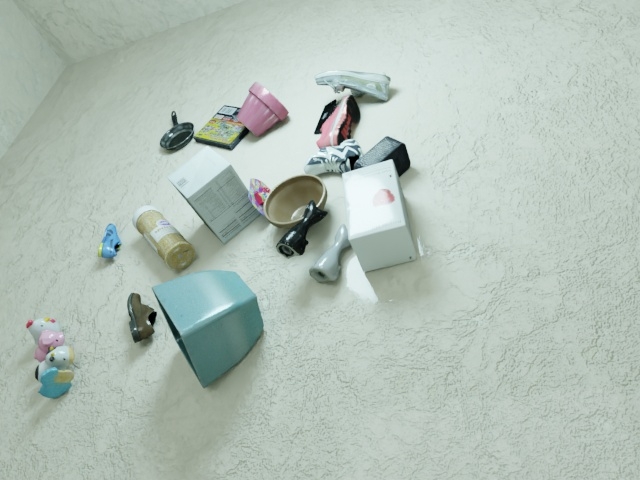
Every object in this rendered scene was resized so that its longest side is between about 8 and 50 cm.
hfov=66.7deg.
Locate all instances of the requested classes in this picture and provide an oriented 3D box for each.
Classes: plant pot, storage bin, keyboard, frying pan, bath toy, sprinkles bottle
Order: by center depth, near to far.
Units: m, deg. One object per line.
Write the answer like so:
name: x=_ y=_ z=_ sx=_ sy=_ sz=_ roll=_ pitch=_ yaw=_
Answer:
plant pot: x=-0.319 y=0.235 z=1.478 sx=0.252 sy=0.247 sz=0.248 roll=-27 pitch=42 yaw=-23
storage bin: x=0.220 y=-0.264 z=1.714 sx=0.180 sy=0.122 sz=0.084 roll=-41 pitch=46 yaw=-11
bath toy: x=-0.964 y=0.387 z=1.727 sx=0.151 sy=0.129 sz=0.348 roll=-39 pitch=46 yaw=-9
plant pot: x=-0.077 y=-0.117 z=1.741 sx=0.237 sy=0.110 sz=0.238 roll=-13 pitch=48 yaw=14
sprinkles bottle: x=-0.621 y=-0.016 z=1.911 sx=0.121 sy=0.121 sz=0.355 roll=-43 pitch=47 yaw=-13
keyboard: x=0.036 y=-0.533 z=2.107 sx=0.100 sy=0.038 sz=0.192 roll=-19 pitch=42 yaw=43
plant pot: x=-0.273 y=-0.576 z=2.187 sx=0.180 sy=0.201 sz=0.201 roll=-48 pitch=46 yaw=4
frying pan: x=-0.750 y=-0.547 z=2.477 sx=0.197 sy=0.053 sz=0.326 roll=-42 pitch=45 yaw=-12

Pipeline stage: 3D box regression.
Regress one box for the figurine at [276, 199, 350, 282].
figurine: x=0.000 y=0.000 z=1.568 sx=0.210 sy=0.214 sz=0.092 roll=-56 pitch=6 yaw=-29

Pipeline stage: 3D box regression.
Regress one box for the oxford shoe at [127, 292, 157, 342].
oxford shoe: x=-0.626 y=0.263 z=1.717 sx=0.096 sy=0.083 sz=0.227 roll=-18 pitch=43 yaw=-16

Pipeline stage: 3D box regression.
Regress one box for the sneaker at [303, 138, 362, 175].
sneaker: x=0.057 y=-0.286 z=1.831 sx=0.234 sy=0.094 sz=0.153 roll=-19 pitch=37 yaw=-3

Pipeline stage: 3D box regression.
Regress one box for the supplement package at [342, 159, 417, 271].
supplement package: x=0.183 y=-0.079 z=1.536 sx=0.177 sy=0.175 sz=0.293 roll=-15 pitch=48 yaw=13

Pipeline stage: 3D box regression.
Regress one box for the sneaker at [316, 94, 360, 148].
sneaker: x=0.064 y=-0.486 z=1.988 sx=0.136 sy=0.116 sz=0.314 roll=-4 pitch=48 yaw=32

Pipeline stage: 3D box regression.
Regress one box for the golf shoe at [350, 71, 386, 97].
golf shoe: x=0.206 y=-0.700 z=2.122 sx=0.176 sy=0.086 sz=0.069 roll=-32 pitch=44 yaw=-5

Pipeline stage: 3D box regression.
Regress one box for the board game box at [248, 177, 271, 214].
board game box: x=-0.209 y=-0.170 z=1.831 sx=0.033 sy=0.133 sz=0.169 roll=-30 pitch=41 yaw=27

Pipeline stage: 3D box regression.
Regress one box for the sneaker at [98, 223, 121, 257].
sneaker: x=-0.884 y=0.004 z=2.072 sx=0.082 sy=0.069 sz=0.209 roll=4 pitch=36 yaw=-13

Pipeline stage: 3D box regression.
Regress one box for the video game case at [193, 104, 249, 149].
video game case: x=-0.445 y=-0.548 z=2.342 sx=0.274 sy=0.035 sz=0.248 roll=19 pitch=62 yaw=35

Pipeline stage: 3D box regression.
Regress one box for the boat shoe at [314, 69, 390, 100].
boat shoe: x=0.131 y=-0.652 z=2.043 sx=0.319 sy=0.103 sz=0.118 roll=6 pitch=12 yaw=3

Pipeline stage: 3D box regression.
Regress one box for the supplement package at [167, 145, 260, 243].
supplement package: x=-0.393 y=-0.170 z=1.832 sx=0.198 sy=0.263 sz=0.199 roll=-41 pitch=46 yaw=-11
